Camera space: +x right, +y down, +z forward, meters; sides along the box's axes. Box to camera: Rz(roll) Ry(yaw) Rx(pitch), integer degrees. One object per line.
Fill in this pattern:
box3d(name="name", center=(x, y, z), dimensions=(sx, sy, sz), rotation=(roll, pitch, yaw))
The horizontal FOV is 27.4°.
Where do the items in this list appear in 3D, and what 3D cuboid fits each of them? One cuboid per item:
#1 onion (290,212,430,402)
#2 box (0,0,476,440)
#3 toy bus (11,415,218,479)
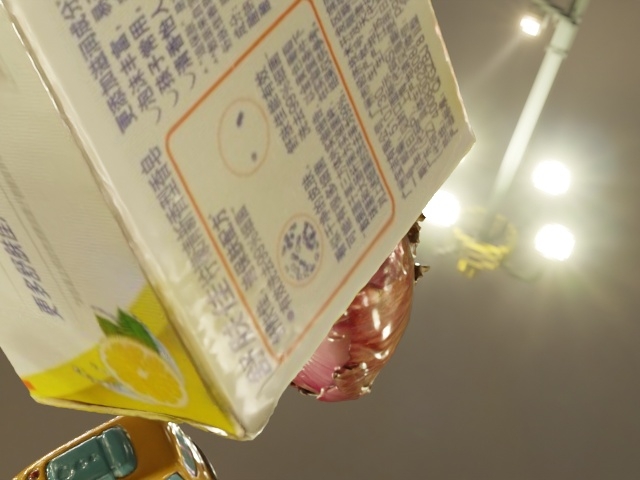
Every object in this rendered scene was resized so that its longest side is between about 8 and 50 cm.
box3d(name="onion", center=(0.000, 0.000, 0.976), dimensions=(0.163, 0.230, 0.230), rotation=(-32, -126, -16))
box3d(name="box", center=(-0.062, -0.090, 0.397), dimensions=(0.097, 0.265, 0.168), rotation=(6, -136, 38))
box3d(name="toy bus", center=(-0.214, 0.259, 1.317), dimensions=(0.210, 0.136, 0.126), rotation=(-28, -132, -6))
